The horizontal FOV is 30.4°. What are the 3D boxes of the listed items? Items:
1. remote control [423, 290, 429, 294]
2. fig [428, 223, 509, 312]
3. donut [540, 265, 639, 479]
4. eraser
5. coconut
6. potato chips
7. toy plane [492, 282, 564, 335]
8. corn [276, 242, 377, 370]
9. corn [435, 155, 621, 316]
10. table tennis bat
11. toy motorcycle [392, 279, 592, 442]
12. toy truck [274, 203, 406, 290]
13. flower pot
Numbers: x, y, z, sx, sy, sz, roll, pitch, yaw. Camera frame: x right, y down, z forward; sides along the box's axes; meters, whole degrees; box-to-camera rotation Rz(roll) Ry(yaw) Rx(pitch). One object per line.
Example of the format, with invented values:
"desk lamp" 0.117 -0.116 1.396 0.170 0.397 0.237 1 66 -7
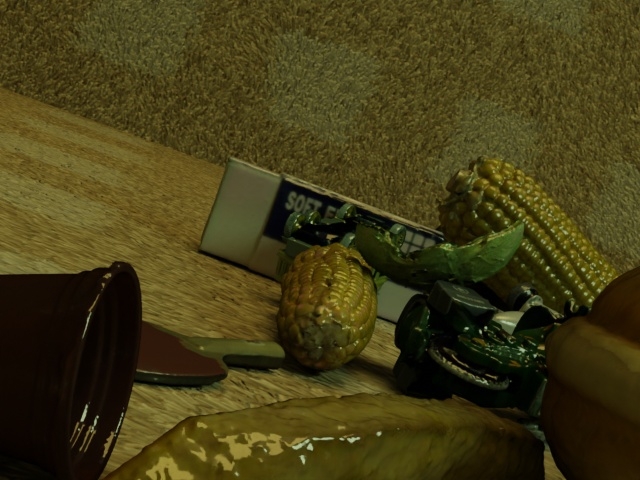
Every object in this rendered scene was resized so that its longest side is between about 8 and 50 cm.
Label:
"remote control" 0.074 0.034 1.893 0.234 0.038 0.098 17 5 -22
"fig" 0.239 0.030 1.692 0.203 0.203 0.225 19 13 -19
"donut" 0.347 0.157 0.754 0.449 0.198 0.449 24 4 -2
"eraser" 0.000 0.000 1.476 0.287 0.130 0.086 19 3 -3
"coconut" 0.114 0.017 1.108 0.158 0.055 0.133 -5 -23 5
"potato chips" 0.040 0.124 0.668 0.057 0.080 0.407 37 14 34
"toy plane" 0.276 0.125 1.397 0.255 0.101 0.251 17 19 -37
"corn" 0.004 0.058 1.096 0.101 0.101 0.291 21 8 1
"corn" 0.301 0.048 1.516 0.387 0.144 0.144 43 -1 -15
"table tennis bat" -0.112 0.077 0.864 0.131 0.022 0.234 24 8 39
"toy motorcycle" 0.186 0.111 1.111 0.275 0.124 0.187 18 15 -26
"toy truck" 0.019 0.029 1.342 0.085 0.116 0.191 23 15 23
"flower pot" -0.142 0.056 0.552 0.089 0.111 0.111 10 4 6
